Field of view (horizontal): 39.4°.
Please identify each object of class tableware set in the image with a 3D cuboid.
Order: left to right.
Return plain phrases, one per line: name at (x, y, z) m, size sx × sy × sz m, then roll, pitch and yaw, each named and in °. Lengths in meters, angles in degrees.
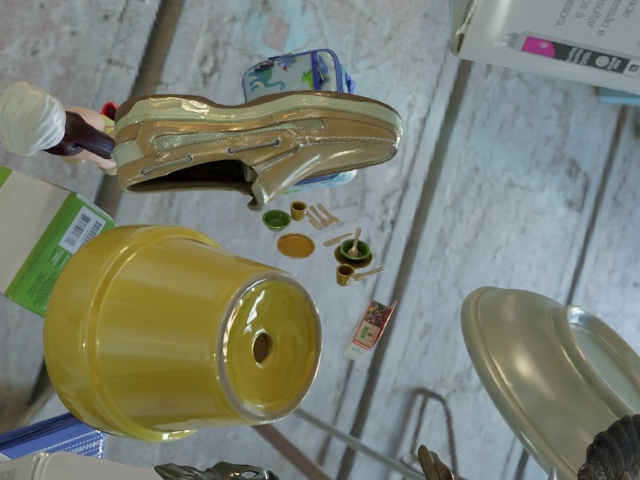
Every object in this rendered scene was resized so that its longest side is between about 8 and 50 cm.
tableware set at (0.000, 0.000, 1.103) m, size 0.104 × 0.154 × 0.024 m, roll -19°, pitch 138°, yaw -28°

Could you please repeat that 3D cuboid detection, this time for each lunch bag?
lunch bag at (-0.028, -0.190, 1.431) m, size 0.090 × 0.176 × 0.219 m, roll 21°, pitch 64°, yaw -71°

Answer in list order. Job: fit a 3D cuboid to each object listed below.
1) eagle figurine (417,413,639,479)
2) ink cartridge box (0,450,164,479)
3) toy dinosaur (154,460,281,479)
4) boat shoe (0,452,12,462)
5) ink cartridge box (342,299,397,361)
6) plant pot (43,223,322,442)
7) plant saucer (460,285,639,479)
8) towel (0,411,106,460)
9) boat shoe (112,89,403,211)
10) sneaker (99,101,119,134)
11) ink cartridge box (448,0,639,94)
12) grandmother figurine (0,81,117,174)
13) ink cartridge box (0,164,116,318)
eagle figurine at (0.226, 0.239, 0.746) m, size 0.298 × 0.225 × 0.226 m, roll 4°, pitch 125°, yaw -12°
ink cartridge box at (-0.255, 0.315, 0.940) m, size 0.223 × 0.307 × 0.129 m, roll 21°, pitch 63°, yaw -30°
toy dinosaur at (0.000, 0.244, 0.515) m, size 0.322 × 0.218 × 0.164 m, roll 12°, pitch 96°, yaw -51°
boat shoe at (-0.541, 0.308, 1.176) m, size 0.324 × 0.096 × 0.117 m, roll 23°, pitch 78°, yaw -45°
ink cartridge box at (0.064, 0.114, 1.174) m, size 0.063 × 0.029 × 0.115 m, roll -62°, pitch 179°, yaw -25°
plant pot at (-0.140, 0.109, 1.006) m, size 0.254 × 0.239 × 0.254 m, roll -2°, pitch 92°, yaw -49°
plant saucer at (0.357, 0.194, 1.169) m, size 0.400 × 0.400 × 0.100 m, roll 15°, pitch 127°, yaw -47°
towel at (-0.500, 0.428, 1.571) m, size 0.243 × 0.040 × 0.336 m, roll -15°, pitch 138°, yaw -35°
boat shoe at (-0.038, -0.051, 0.582) m, size 0.068 × 0.190 × 0.072 m, roll 95°, pitch -10°, yaw -62°
sneaker at (-0.356, -0.210, 1.620) m, size 0.208 × 0.081 × 0.094 m, roll -58°, pitch 133°, yaw -69°
ink cartridge box at (0.221, -0.176, 0.422) m, size 0.071 × 0.330 × 0.324 m, roll 110°, pitch -10°, yaw -50°
grandmother figurine at (-0.363, -0.154, 1.240) m, size 0.342 × 0.207 × 0.104 m, roll 145°, pitch -49°, yaw -89°
ink cartridge box at (-0.478, -0.004, 1.448) m, size 0.097 × 0.255 × 0.189 m, roll 42°, pitch 73°, yaw -45°
